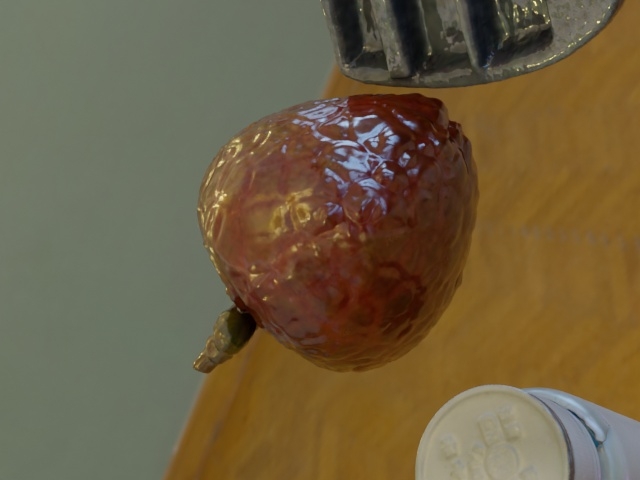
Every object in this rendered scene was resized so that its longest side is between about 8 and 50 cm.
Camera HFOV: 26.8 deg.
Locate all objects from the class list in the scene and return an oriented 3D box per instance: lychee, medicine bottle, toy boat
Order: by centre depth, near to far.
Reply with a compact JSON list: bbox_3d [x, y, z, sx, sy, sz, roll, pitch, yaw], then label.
[{"bbox_3d":[0.186,0.191,1.041,0.143,0.258,0.143,-9,72,29],"label":"medicine bottle"},{"bbox_3d":[0.124,-0.190,1.069,0.283,0.127,0.078,0,20,42],"label":"toy boat"},{"bbox_3d":[0.000,0.000,1.136,0.300,0.255,0.255,-31,20,-2],"label":"lychee"}]
